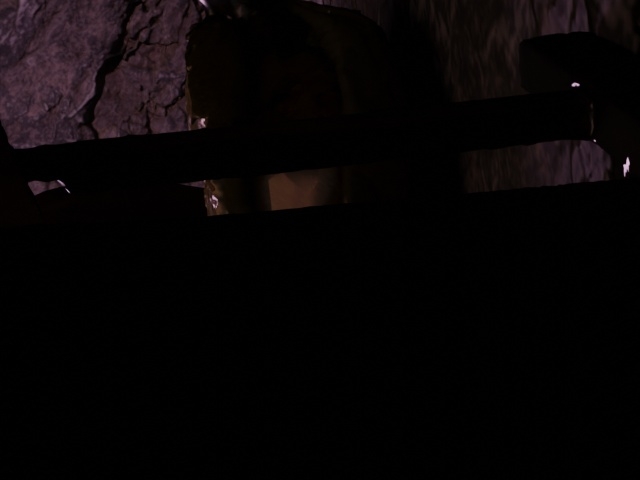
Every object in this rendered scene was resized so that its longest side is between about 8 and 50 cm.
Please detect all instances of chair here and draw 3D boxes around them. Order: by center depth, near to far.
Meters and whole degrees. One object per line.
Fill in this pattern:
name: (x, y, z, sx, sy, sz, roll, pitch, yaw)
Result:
chair: (0.022, 0.085, 0.375, 0.416, 0.241, 0.203, -116, 22, -71)

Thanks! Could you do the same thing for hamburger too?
hamburger: (0.000, 0.000, 0.884, 0.211, 0.133, 0.308, -129, 32, -76)

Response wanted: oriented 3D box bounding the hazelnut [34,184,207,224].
hazelnut: (-0.124, 0.113, 1.244, 0.366, 0.366, 0.365, 172, 90, -83)
